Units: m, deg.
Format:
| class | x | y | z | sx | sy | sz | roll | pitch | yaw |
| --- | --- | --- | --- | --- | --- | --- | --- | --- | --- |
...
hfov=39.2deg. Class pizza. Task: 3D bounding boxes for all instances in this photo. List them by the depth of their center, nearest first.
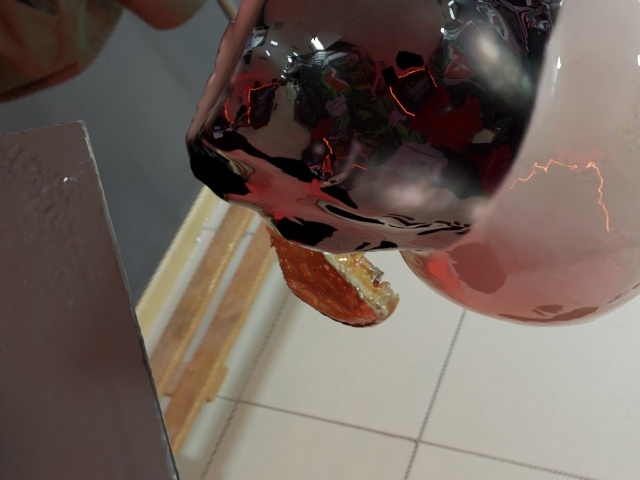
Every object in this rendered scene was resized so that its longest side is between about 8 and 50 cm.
| class | x | y | z | sx | sy | sz | roll | pitch | yaw |
| --- | --- | --- | --- | --- | --- | --- | --- | --- | --- |
| pizza | 0.000 | 0.000 | 0.864 | 0.053 | 0.193 | 0.201 | -38 | 25 | -19 |

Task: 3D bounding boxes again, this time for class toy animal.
| class | x | y | z | sx | sy | sz | roll | pitch | yaw |
| --- | --- | --- | --- | --- | --- | --- | --- | --- | --- |
| toy animal | 0.074 | -0.076 | 0.471 | 0.212 | 0.267 | 0.212 | -52 | 26 | 40 |

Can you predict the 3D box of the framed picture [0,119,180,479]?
| class | x | y | z | sx | sy | sz | roll | pitch | yaw |
| --- | --- | --- | --- | --- | --- | --- | --- | --- | --- |
| framed picture | -0.237 | 0.077 | 0.568 | 0.244 | 0.013 | 0.323 | -15 | 65 | -11 |
